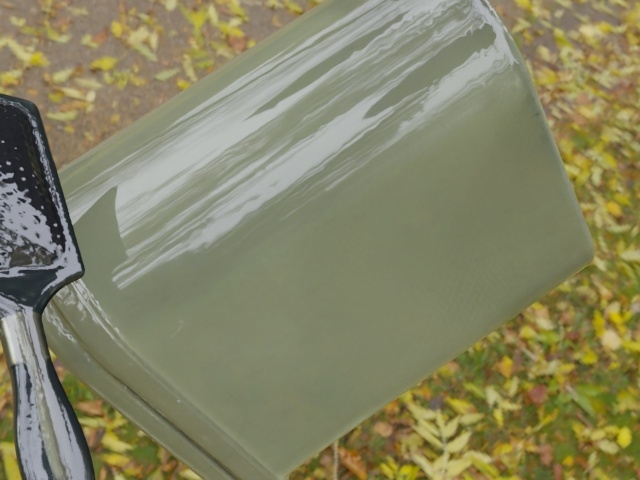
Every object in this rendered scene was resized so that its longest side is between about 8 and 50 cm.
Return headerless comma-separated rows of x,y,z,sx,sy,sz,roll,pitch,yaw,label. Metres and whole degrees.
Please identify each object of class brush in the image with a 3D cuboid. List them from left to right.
-0.111,0.019,0.357,0.063,0.016,0.193,-3,59,-36,brush

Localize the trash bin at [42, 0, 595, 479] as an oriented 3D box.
0.000,0.000,0.518,0.247,0.243,0.121,-35,45,3,trash bin
